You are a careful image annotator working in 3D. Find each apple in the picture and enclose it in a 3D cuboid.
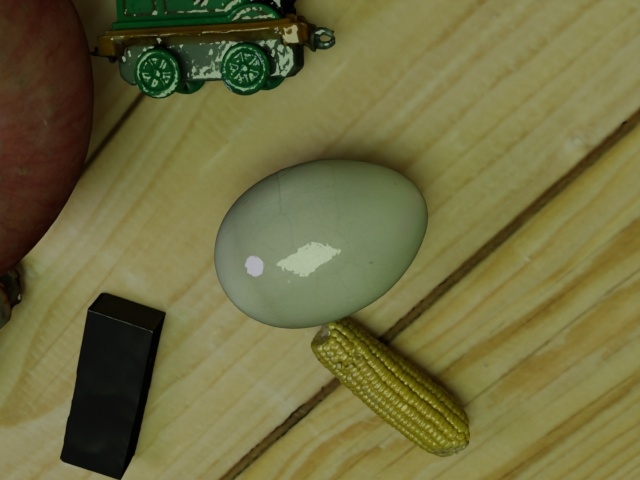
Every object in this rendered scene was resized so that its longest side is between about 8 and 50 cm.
[{"bbox_3d":[-0.360,-0.117,0.687,0.344,0.269,0.345,-14,119,-26],"label":"apple"}]

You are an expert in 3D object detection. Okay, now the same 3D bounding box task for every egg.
[{"bbox_3d":[0.000,0.000,0.761,0.209,0.151,0.151,-23,108,12],"label":"egg"}]

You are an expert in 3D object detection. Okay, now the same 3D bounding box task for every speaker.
[{"bbox_3d":[-0.242,0.171,0.936,0.082,0.044,0.218,17,115,2],"label":"speaker"}]

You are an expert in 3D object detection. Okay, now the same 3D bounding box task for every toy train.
[{"bbox_3d":[-0.102,-0.198,0.726,0.227,0.091,0.136,-3,103,11],"label":"toy train"}]

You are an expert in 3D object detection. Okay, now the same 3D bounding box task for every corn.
[{"bbox_3d":[0.077,0.158,0.863,0.206,0.067,0.067,39,114,-7],"label":"corn"}]

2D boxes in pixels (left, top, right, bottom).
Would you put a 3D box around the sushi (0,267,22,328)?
[{"bbox_3d":[-0.461,0.145,0.912,0.124,0.130,0.332,37,114,-11],"label":"sushi"}]
